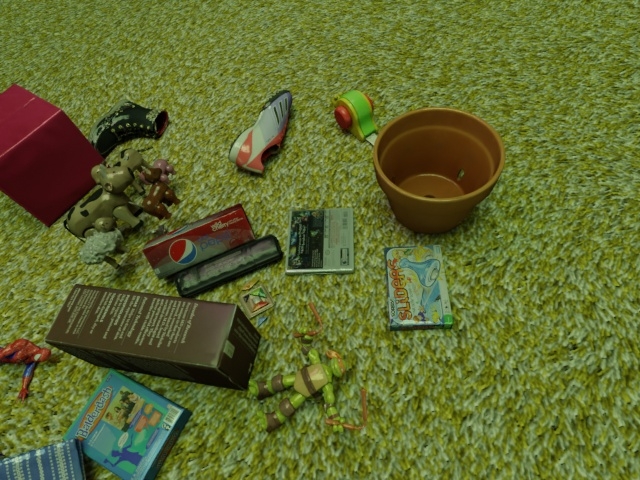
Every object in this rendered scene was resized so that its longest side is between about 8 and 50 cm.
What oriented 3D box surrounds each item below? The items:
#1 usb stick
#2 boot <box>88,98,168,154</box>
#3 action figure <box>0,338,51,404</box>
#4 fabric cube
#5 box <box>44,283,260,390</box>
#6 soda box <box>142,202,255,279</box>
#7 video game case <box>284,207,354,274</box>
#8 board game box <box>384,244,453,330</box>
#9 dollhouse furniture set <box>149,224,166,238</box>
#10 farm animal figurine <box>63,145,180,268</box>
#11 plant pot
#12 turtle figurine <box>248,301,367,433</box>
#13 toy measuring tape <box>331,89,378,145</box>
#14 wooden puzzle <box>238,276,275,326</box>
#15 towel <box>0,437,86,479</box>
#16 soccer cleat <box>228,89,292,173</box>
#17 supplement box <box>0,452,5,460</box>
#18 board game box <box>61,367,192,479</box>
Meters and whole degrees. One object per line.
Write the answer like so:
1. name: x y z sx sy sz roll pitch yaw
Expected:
1. usb stick: -0.230 0.063 1.031 0.277 0.045 0.077 -23 65 -6
2. boot: -0.628 -0.364 1.335 0.178 0.085 0.237 14 60 14
3. action figure: -0.765 0.299 0.935 0.280 0.092 0.139 -6 51 6
4. fabric cube: -0.849 -0.248 1.196 0.259 0.254 0.258 28 68 23
5. box: -0.343 0.208 0.870 0.380 0.191 0.143 7 59 12
6. soda box: -0.306 -0.002 1.040 0.263 0.092 0.083 -23 19 -7
7. video game case: 0.000 0.000 1.051 0.173 0.022 0.191 -2 59 7
8. board game box: 0.221 0.106 0.943 0.136 0.035 0.201 -4 58 6
9. dollhouse furniture set: -0.395 -0.030 1.091 0.114 0.081 0.091 -15 57 -2
10. farm animal figurine: -0.545 -0.124 1.083 0.327 0.172 0.330 -49 41 -7
11. plant pot: 0.274 -0.150 0.997 0.290 0.204 0.291 -4 57 6
12. turtle figurine: -0.034 0.282 0.840 0.217 0.087 0.270 -26 66 1
13. toy measuring tape: 0.137 -0.351 1.197 0.121 0.121 0.330 -34 60 -13
14. wooden puzzle: -0.156 0.145 0.986 0.078 0.014 0.116 -36 60 -14
15. towel: -0.600 0.528 0.724 0.335 0.040 0.243 -13 74 -15
16. soccer cleat: -0.154 -0.334 1.249 0.116 0.109 0.318 31 62 0
17. supplement box: -0.797 0.442 0.836 0.219 0.114 0.111 21 64 18
18. board game box: -0.402 0.387 0.850 0.210 0.047 0.160 20 63 19
